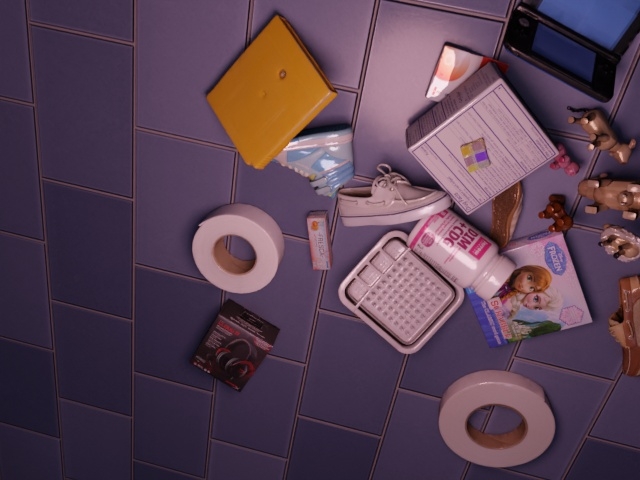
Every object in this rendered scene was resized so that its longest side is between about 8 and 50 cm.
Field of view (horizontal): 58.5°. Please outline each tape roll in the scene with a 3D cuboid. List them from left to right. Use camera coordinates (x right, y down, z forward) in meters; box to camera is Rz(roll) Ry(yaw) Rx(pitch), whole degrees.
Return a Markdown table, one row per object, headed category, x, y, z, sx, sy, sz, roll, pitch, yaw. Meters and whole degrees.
| category | x | y | z | sx | sy | sz | roll | pitch | yaw |
| --- | --- | --- | --- | --- | --- | --- | --- | --- | --- |
| tape roll | -0.263 | 0.025 | 1.838 | 0.286 | 0.100 | 0.286 | 5 | 118 | 10 |
| tape roll | 0.605 | 0.621 | 1.976 | 0.392 | 0.072 | 0.392 | 5 | 118 | 10 |

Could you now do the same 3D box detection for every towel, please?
| category | x | y | z | sx | sy | sz | roll | pitch | yaw |
| --- | --- | --- | --- | --- | --- | --- | --- | --- | --- |
| towel | 0.391 | -0.213 | 1.440 | 0.060 | 0.009 | 0.083 | -17 | 121 | 15 |

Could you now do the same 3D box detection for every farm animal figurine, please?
| category | x | y | z | sx | sy | sz | roll | pitch | yaw |
| --- | --- | --- | --- | --- | --- | --- | --- | --- | --- |
| farm animal figurine | 0.746 | -0.152 | 1.491 | 0.327 | 0.172 | 0.330 | 38 | 128 | 40 |

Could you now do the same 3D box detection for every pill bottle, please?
| category | x | y | z | sx | sy | sz | roll | pitch | yaw |
| --- | --- | --- | --- | --- | --- | --- | --- | --- | --- |
| pill bottle | 0.400 | 0.033 | 1.625 | 0.283 | 0.160 | 0.160 | 39 | 119 | 13 |

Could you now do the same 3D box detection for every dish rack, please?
| category | x | y | z | sx | sy | sz | roll | pitch | yaw |
| --- | --- | --- | --- | --- | --- | --- | --- | --- | --- |
| dish rack | 0.247 | 0.158 | 1.774 | 0.333 | 0.072 | 0.285 | 41 | 92 | -10 |

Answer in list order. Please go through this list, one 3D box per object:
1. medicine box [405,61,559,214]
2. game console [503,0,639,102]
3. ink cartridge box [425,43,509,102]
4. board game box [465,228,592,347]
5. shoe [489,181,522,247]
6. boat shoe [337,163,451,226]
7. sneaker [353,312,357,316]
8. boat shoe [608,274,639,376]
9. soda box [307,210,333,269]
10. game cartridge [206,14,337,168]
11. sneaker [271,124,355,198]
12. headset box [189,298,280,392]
| category | x | y | z | sx | sy | sz | roll | pitch | yaw |
| --- | --- | --- | --- | --- | --- | --- | --- | --- | --- |
| medicine box | 0.416 | -0.262 | 1.501 | 0.289 | 0.149 | 0.263 | -36 | 114 | 26 |
| game console | 0.618 | -0.513 | 1.348 | 0.293 | 0.250 | 0.173 | 27 | 145 | -2 |
| ink cartridge box | 0.385 | -0.420 | 1.509 | 0.179 | 0.045 | 0.145 | 20 | 119 | 4 |
| board game box | 0.615 | 0.149 | 1.736 | 0.318 | 0.066 | 0.319 | -20 | 110 | 20 |
| shoe | 0.535 | -0.086 | 1.646 | 0.076 | 0.058 | 0.219 | 24 | 119 | 35 |
| boat shoe | 0.188 | -0.136 | 1.604 | 0.367 | 0.136 | 0.156 | -2 | 111 | 48 |
| sneaker | 0.189 | 0.204 | 1.852 | 0.185 | 0.069 | 0.084 | -5 | 121 | 13 |
| boat shoe | 0.921 | 0.247 | 1.703 | 0.120 | 0.122 | 0.324 | 3 | 109 | 16 |
| soda box | 0.000 | 0.000 | 1.791 | 0.058 | 0.063 | 0.183 | 0 | 117 | 11 |
| game cartridge | -0.142 | -0.394 | 1.558 | 0.323 | 0.052 | 0.285 | -40 | 72 | 27 |
| sneaker | -0.049 | -0.209 | 1.661 | 0.319 | 0.127 | 0.208 | -6 | 114 | 16 |
| headset box | -0.296 | 0.361 | 2.009 | 0.218 | 0.110 | 0.293 | 32 | 118 | -5 |
